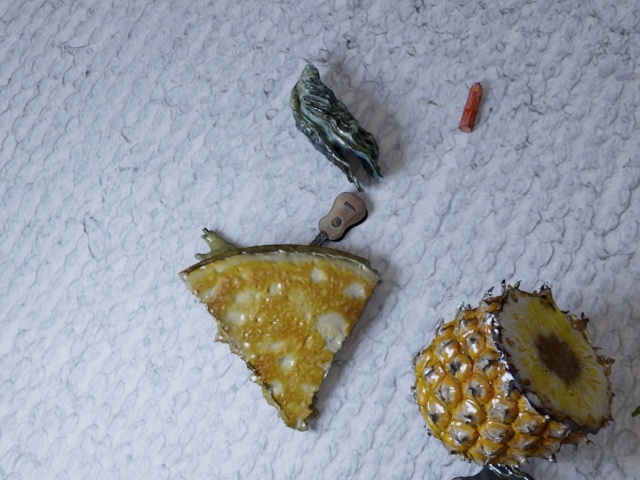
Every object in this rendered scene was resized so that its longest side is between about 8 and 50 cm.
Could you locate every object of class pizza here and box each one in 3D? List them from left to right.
[{"bbox_3d":[-0.086,0.210,1.674,0.439,0.130,0.406,-1,87,-9],"label":"pizza"}]

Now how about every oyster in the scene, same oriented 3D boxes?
[{"bbox_3d":[0.026,-0.268,1.796,0.158,0.162,0.351,-21,70,-17],"label":"oyster"}]

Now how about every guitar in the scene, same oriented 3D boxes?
[{"bbox_3d":[0.000,0.001,1.781,0.084,0.038,0.271,41,82,21],"label":"guitar"}]

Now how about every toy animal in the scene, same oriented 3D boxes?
[{"bbox_3d":[-0.200,0.048,1.792,0.218,0.103,0.101,18,58,19],"label":"toy animal"},{"bbox_3d":[0.345,0.497,1.523,0.233,0.084,0.148,-46,68,-1],"label":"toy animal"}]

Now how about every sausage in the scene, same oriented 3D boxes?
[{"bbox_3d":[0.359,-0.319,1.812,0.034,0.034,0.130,15,75,16],"label":"sausage"}]

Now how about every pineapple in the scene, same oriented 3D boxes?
[{"bbox_3d":[0.355,0.268,1.452,0.352,0.300,0.353,17,54,-24],"label":"pineapple"}]

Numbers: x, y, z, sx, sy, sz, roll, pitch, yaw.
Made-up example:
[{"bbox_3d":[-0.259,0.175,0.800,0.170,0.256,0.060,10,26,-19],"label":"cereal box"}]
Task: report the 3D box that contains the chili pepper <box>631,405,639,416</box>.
[{"bbox_3d":[0.668,0.341,1.539,0.083,0.017,0.030,0,74,11],"label":"chili pepper"}]
